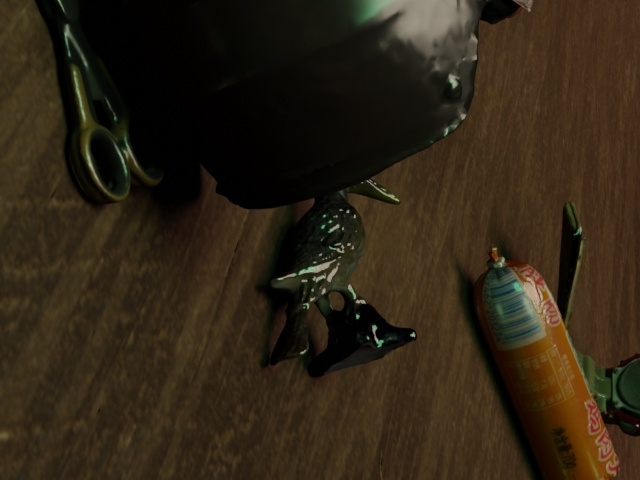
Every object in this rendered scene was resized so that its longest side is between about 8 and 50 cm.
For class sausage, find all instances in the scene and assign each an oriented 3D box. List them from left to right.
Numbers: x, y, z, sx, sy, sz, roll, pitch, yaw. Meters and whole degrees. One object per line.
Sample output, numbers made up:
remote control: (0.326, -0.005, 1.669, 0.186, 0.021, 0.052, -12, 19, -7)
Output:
sausage: (0.191, 0.110, 1.545, 0.234, 0.071, 0.071, 67, 23, -17)

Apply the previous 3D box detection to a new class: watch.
watch: (0.310, 0.075, 1.698, 0.102, 0.165, 0.268, -82, 169, -46)

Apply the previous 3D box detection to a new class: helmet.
helmet: (-0.016, -0.173, 1.069, 0.177, 0.225, 0.305, 44, 42, -34)

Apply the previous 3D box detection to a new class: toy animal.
toy animal: (0.007, 0.008, 1.197, 0.105, 0.070, 0.202, 27, 51, -35)

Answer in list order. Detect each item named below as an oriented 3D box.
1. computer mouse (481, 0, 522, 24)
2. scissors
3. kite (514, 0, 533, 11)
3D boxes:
computer mouse: (0.172, -0.331, 1.758, 0.183, 0.116, 0.323, 61, 26, -16)
scissors: (-0.145, -0.128, 1.000, 0.088, 0.017, 0.220, -34, 105, -63)
kite: (0.178, -0.287, 1.655, 0.137, 0.005, 0.152, -31, 113, -40)
